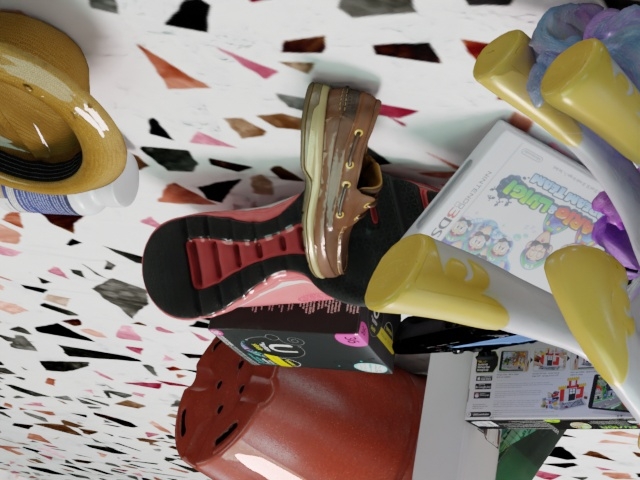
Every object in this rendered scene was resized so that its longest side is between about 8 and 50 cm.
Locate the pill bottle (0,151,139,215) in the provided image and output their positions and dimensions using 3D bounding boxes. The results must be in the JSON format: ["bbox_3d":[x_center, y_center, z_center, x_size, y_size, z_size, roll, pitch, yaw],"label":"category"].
[{"bbox_3d":[-0.224,-0.056,0.973,0.120,0.067,0.067,3,156,19],"label":"pill bottle"}]

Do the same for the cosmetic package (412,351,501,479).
[{"bbox_3d":[0.157,0.225,1.240,0.060,0.239,0.099,-6,153,35],"label":"cosmetic package"}]

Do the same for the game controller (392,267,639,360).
[{"bbox_3d":[0.214,0.074,1.036,0.166,0.067,0.319,-10,174,-39],"label":"game controller"}]

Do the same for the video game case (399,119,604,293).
[{"bbox_3d":[0.155,-0.007,0.872,0.157,0.019,0.143,24,116,-29],"label":"video game case"}]

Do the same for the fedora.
[{"bbox_3d":[-0.226,-0.110,0.829,0.194,0.079,0.194,10,151,6],"label":"fedora"}]

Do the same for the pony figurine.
[{"bbox_3d":[0.233,0.027,0.675,0.363,0.351,0.302,42,142,-19],"label":"pony figurine"}]

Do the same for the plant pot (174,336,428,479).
[{"bbox_3d":[-0.013,0.228,1.338,0.265,0.272,0.272,34,150,-27],"label":"plant pot"}]

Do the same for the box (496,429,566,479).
[{"bbox_3d":[0.148,0.338,1.378,0.058,0.322,0.232,41,162,-9],"label":"box"}]

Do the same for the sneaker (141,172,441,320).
[{"bbox_3d":[0.000,-0.001,0.994,0.313,0.116,0.136,-6,-178,22],"label":"sneaker"}]

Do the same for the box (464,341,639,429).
[{"bbox_3d":[0.253,0.138,1.155,0.207,0.114,0.036,-7,152,39],"label":"box"}]

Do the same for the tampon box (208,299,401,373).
[{"bbox_3d":[-0.010,0.067,1.121,0.161,0.101,0.120,1,156,23],"label":"tampon box"}]

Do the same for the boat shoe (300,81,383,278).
[{"bbox_3d":[0.017,-0.039,0.847,0.060,0.064,0.178,4,131,5],"label":"boat shoe"}]
